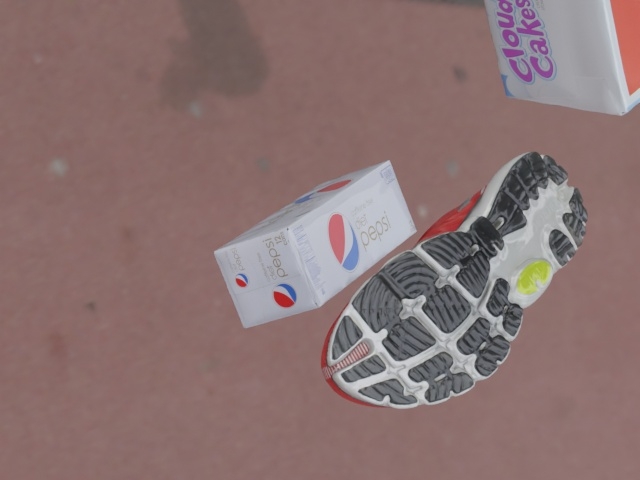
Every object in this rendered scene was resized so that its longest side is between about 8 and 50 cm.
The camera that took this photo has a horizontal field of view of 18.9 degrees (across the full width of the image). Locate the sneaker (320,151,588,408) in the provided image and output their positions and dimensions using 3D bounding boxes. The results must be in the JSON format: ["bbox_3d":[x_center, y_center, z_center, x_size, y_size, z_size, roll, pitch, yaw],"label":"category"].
[{"bbox_3d":[0.090,0.044,1.392,0.279,0.118,0.107,-37,92,-40],"label":"sneaker"}]

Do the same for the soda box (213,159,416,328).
[{"bbox_3d":[0.000,0.000,1.559,0.216,0.074,0.069,-34,104,-61],"label":"soda box"}]

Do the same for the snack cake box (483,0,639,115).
[{"bbox_3d":[0.202,-0.204,1.133,0.264,0.089,0.152,-38,125,-37],"label":"snack cake box"}]
